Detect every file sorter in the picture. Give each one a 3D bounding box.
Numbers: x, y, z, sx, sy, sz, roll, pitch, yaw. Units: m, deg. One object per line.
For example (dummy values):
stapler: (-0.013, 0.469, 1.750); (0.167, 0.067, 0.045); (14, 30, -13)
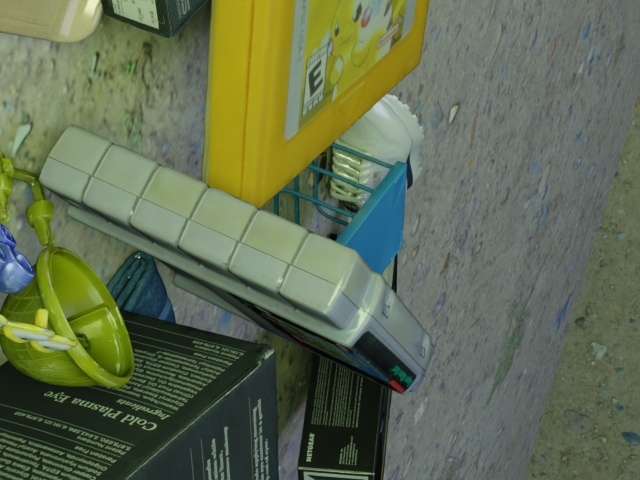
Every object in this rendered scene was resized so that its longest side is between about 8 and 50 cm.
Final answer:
file sorter: (0.000, 0.000, 1.375); (0.170, 0.104, 0.118); (-51, 155, -36)

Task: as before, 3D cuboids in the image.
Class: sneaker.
sneaker: (0.048, -0.084, 1.450); (0.095, 0.090, 0.235); (-52, 155, -14)

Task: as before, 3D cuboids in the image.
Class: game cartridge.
game cartridge: (-0.041, 0.030, 1.039); (0.068, 0.230, 0.355); (-60, 162, -6)
game cartridge: (0.018, -0.218, 0.969); (0.285, 0.052, 0.324); (-45, 152, -48)

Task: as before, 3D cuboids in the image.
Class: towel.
towel: (-0.149, 0.064, 1.172); (0.067, 0.029, 0.119); (-58, 158, -27)

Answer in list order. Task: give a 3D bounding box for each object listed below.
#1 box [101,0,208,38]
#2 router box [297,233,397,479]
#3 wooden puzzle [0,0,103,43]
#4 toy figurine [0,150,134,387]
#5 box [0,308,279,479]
box: (-0.074, -0.267, 0.839); (0.183, 0.059, 0.233); (-54, 156, -35)
router box: (0.034, 0.185, 1.533); (0.243, 0.081, 0.309); (88, 8, -48)
wooden puzzle: (-0.175, -0.228, 0.781); (0.238, 0.044, 0.221); (-3, 114, -67)
toy figurine: (-0.266, 0.045, 0.777); (0.217, 0.191, 0.362); (-36, 166, 1)
box: (-0.178, 0.272, 1.021); (0.312, 0.178, 0.343); (-38, 134, -54)
